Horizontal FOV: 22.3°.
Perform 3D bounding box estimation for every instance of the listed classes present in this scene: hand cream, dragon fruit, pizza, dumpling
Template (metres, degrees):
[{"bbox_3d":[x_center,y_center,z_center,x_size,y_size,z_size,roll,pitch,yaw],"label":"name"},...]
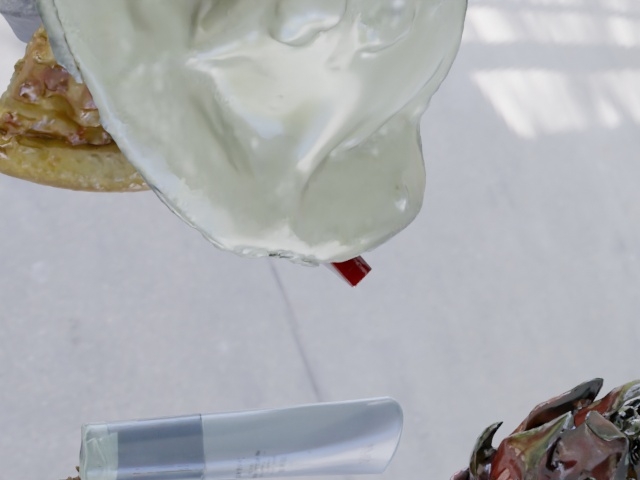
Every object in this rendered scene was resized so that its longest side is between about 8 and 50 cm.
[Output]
[{"bbox_3d":[-0.059,0.161,1.266,0.255,0.079,0.048,-2,41,-16],"label":"hand cream"},{"bbox_3d":[0.175,0.199,1.136,0.182,0.189,0.182,30,49,-42],"label":"dragon fruit"},{"bbox_3d":[-0.147,-0.132,1.426,0.074,0.365,0.182,-96,179,-58],"label":"pizza"},{"bbox_3d":[-0.050,-0.165,0.914,0.315,0.233,0.395,-29,115,-44],"label":"dumpling"}]

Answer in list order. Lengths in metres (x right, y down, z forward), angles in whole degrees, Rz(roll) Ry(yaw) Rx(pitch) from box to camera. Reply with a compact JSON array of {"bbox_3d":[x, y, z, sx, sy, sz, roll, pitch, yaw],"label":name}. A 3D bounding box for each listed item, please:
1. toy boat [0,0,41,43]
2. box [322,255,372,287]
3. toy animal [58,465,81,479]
[{"bbox_3d":[-0.127,-0.242,1.543,0.293,0.276,0.111,11,55,-48],"label":"toy boat"},{"bbox_3d":[0.000,0.000,1.258,0.051,0.023,0.082,47,-6,-37],"label":"box"},{"bbox_3d":[-0.292,0.288,1.680,0.197,0.272,0.160,50,29,9],"label":"toy animal"}]
